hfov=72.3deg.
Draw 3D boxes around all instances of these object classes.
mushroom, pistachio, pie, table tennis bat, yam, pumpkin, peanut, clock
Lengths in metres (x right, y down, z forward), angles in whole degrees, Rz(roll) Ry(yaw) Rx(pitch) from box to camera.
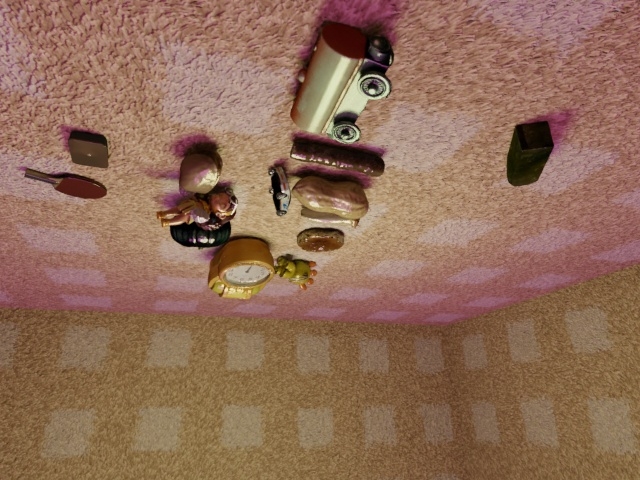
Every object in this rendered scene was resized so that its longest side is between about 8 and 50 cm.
[{"bbox_3d":[0.035,-0.082,1.526,0.209,0.084,0.071,1,137,0],"label":"mushroom"},{"bbox_3d":[-0.323,-0.187,1.184,0.113,0.113,0.149,18,152,-40],"label":"pistachio"},{"bbox_3d":[0.000,0.000,1.762,0.195,0.046,0.195,-2,157,-1],"label":"pie"},{"bbox_3d":[-0.757,-0.168,1.310,0.220,0.019,0.130,16,152,-41],"label":"table tennis bat"},{"bbox_3d":[0.049,-0.223,1.196,0.274,0.061,0.061,7,156,-20],"label":"yam"},{"bbox_3d":[-0.402,-0.038,1.469,0.202,0.140,0.202,5,-173,-1],"label":"pumpkin"},{"bbox_3d":[0.039,-0.137,1.342,0.257,0.123,0.123,13,154,-24],"label":"peanut"},{"bbox_3d":[-0.327,0.111,1.832,0.244,0.200,0.317,5,149,-27],"label":"clock"}]

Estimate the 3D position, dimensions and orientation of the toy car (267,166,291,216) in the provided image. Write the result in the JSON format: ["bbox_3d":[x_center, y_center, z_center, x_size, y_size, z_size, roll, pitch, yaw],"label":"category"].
[{"bbox_3d":[-0.122,-0.145,1.333,0.056,0.095,0.205,-18,161,-11],"label":"toy car"}]

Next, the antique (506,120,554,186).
[{"bbox_3d":[0.568,-0.228,1.208,0.081,0.080,0.221,-6,159,12],"label":"antique"}]

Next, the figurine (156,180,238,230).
[{"bbox_3d":[-0.366,-0.095,1.326,0.240,0.174,0.115,-10,143,-41],"label":"figurine"}]

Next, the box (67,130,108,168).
[{"bbox_3d":[-0.601,-0.235,1.141,0.091,0.031,0.126,6,157,-20],"label":"box"}]

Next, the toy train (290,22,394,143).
[{"bbox_3d":[0.036,-0.316,0.913,0.177,0.116,0.285,16,155,-12],"label":"toy train"}]

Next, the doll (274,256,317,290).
[{"bbox_3d":[-0.105,0.144,2.018,0.221,0.142,0.135,25,174,-38],"label":"doll"}]
